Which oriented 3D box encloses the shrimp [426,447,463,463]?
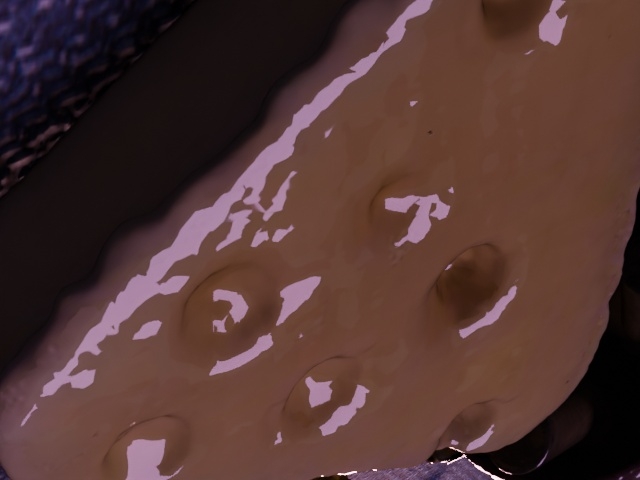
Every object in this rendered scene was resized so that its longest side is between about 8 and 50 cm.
[{"bbox_3d":[0.226,0.053,0.947,0.445,0.085,0.272,-51,-178,26],"label":"shrimp"}]

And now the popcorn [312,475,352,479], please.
[{"bbox_3d":[-0.031,0.261,0.895,0.198,0.155,0.197,-33,174,-4],"label":"popcorn"}]

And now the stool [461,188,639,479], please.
[{"bbox_3d":[0.171,0.057,0.762,0.272,0.272,0.178,-48,144,8],"label":"stool"}]

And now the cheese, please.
[{"bbox_3d":[0.000,0.001,0.477,0.384,0.104,0.383,-23,136,-24],"label":"cheese"}]
